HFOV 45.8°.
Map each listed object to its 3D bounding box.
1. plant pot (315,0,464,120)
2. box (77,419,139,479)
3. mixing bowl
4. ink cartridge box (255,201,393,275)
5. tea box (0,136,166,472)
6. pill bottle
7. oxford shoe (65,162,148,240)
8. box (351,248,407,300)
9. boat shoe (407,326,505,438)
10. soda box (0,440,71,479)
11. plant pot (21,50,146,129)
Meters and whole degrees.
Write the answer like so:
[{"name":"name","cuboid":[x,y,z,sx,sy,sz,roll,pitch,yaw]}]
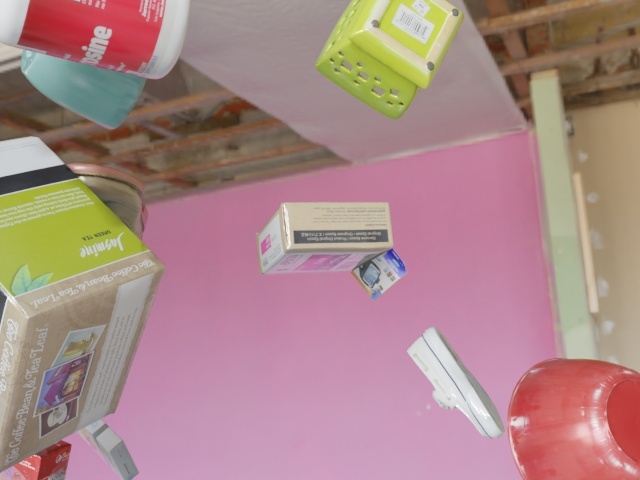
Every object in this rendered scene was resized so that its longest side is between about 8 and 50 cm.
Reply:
[{"name":"plant pot","cuboid":[0.155,-0.423,1.598,0.228,0.227,0.207,31,-15,-12]},{"name":"box","cuboid":[-0.456,0.398,1.552,0.038,0.186,0.145,-38,-32,-28]},{"name":"mixing bowl","cuboid":[0.295,0.196,0.774,0.181,0.182,0.098,2,-24,-21]},{"name":"ink cartridge box","cuboid":[0.000,0.000,1.372,0.193,0.088,0.234,-2,-12,-16]},{"name":"tea box","cuboid":[-0.436,0.085,1.082,0.220,0.323,0.329,-22,-33,-48]},{"name":"pill bottle","cuboid":[-0.464,-0.449,1.388,0.407,0.229,0.229,8,-15,-29]},{"name":"oxford shoe","cuboid":[-0.356,-0.028,1.268,0.122,0.130,0.348,4,-16,2]},{"name":"box","cuboid":[0.115,0.058,1.486,0.028,0.081,0.136,-34,-10,-31]},{"name":"boat shoe","cuboid":[0.231,0.257,1.310,0.076,0.226,0.083,-41,-39,13]},{"name":"soda box","cuboid":[-0.588,0.380,1.382,0.263,0.092,0.083,15,7,20]},{"name":"plant pot","cuboid":[-0.566,-0.444,1.805,0.235,0.293,0.293,19,-22,-34]}]
